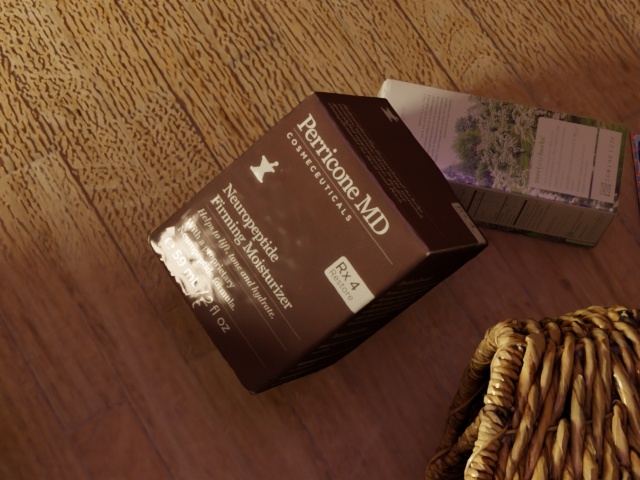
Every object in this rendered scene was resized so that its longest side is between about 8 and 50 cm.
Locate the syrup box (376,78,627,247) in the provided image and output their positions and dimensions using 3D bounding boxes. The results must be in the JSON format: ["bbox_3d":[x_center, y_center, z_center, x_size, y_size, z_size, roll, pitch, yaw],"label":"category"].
[{"bbox_3d":[0.161,-0.072,1.322,0.237,0.096,0.093,11,69,1],"label":"syrup box"}]

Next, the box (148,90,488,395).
[{"bbox_3d":[0.000,0.000,1.197,0.203,0.167,0.168,-40,77,21],"label":"box"}]

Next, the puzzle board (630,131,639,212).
[{"bbox_3d":[0.361,-0.049,1.376,0.096,0.011,0.128,0,70,-5],"label":"puzzle board"}]

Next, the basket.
[{"bbox_3d":[0.145,0.180,1.116,0.223,0.299,0.213,-13,71,-10],"label":"basket"}]
